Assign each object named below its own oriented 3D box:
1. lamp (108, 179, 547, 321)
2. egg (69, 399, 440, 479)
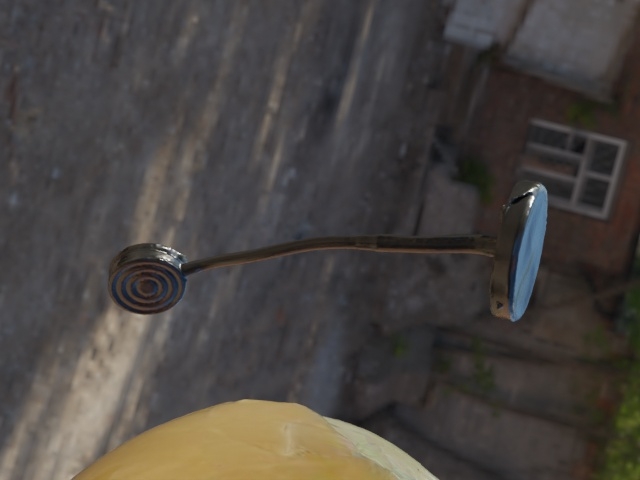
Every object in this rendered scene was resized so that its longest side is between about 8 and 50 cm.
[{"bbox_3d":[0.003,0.027,1.219,0.130,0.371,0.108,82,4,-45],"label":"lamp"},{"bbox_3d":[-0.032,0.167,0.568,0.244,0.201,0.201,-17,126,-48],"label":"egg"}]
